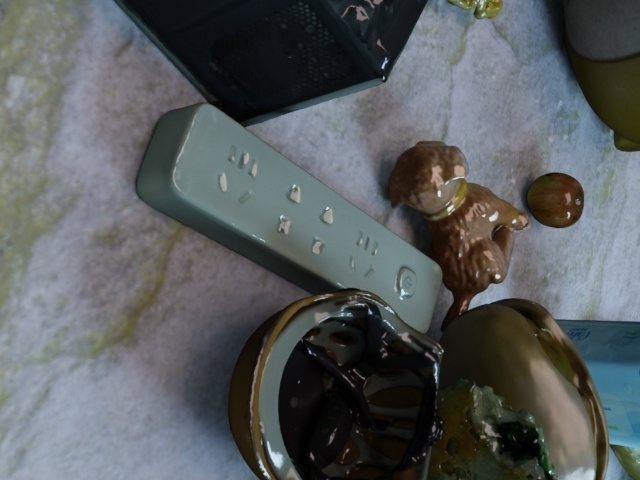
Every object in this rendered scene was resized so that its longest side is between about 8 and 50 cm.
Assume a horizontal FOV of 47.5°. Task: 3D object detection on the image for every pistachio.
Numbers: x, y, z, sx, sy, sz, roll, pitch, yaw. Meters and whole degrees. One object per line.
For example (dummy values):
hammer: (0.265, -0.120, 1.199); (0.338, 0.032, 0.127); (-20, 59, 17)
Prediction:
pistachio: (0.218, 0.211, 0.825); (0.166, 0.197, 0.288); (5, 74, -56)

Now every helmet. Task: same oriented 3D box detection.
helmet: (0.003, 0.148, 0.656); (0.224, 0.130, 0.198); (22, 66, -31)

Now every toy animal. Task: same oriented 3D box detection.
toy animal: (0.140, -0.012, 0.837); (0.185, 0.104, 0.184); (44, 65, -38)

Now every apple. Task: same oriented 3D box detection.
apple: (0.343, -0.058, 1.063); (0.084, 0.071, 0.084); (-5, 97, -47)

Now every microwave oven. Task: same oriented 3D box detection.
microwave oven: (-0.061, -0.313, 0.579); (0.355, 0.218, 0.286); (46, 55, -32)

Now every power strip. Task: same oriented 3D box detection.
power strip: (0.000, 0.000, 0.717); (0.385, 0.062, 0.091); (32, 67, -38)

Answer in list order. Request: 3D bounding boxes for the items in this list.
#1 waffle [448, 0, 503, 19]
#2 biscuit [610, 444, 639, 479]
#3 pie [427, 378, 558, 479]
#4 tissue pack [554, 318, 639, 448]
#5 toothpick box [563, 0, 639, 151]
waffle: (0.163, -0.449, 0.926); (0.325, 0.068, 0.302); (16, 75, -45)
biscuit: (0.548, 0.323, 1.175); (0.329, 0.078, 0.335); (18, 53, -42)
pie: (0.180, 0.311, 0.690); (0.078, 0.371, 0.296); (7, 114, -53)
tissue pack: (0.409, 0.194, 0.962); (0.089, 0.263, 0.177); (-37, 110, -38)
toothpick box: (0.583, -0.343, 1.096); (0.409, 0.409, 0.425); (-23, 108, -44)
